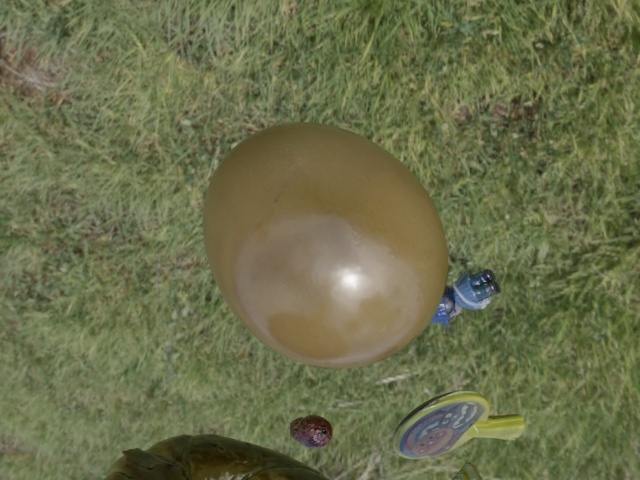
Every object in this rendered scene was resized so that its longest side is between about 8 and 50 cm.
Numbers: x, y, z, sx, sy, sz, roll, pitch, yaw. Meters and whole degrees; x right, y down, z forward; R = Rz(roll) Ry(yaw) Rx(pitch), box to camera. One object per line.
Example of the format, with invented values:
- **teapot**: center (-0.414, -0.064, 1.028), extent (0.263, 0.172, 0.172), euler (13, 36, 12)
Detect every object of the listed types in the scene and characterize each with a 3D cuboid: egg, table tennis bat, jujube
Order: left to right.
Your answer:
- **jujube**: center (-0.026, 0.433, 1.585), extent (0.077, 0.077, 0.129), euler (30, 159, -23)
- **egg**: center (0.000, 0.000, 0.936), extent (0.301, 0.374, 0.301), euler (-20, 135, -21)
- **table tennis bat**: center (0.318, 0.415, 1.544), extent (0.368, 0.054, 0.224), euler (10, 125, -33)

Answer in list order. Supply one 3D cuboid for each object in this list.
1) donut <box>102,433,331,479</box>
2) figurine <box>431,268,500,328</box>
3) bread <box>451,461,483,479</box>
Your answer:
- **donut**: center (-0.105, 0.373, 0.845), extent (0.360, 0.360, 0.170), euler (16, 98, -9)
- **figurine**: center (0.229, 0.096, 1.171), extent (0.136, 0.077, 0.079), euler (-33, 155, 34)
- **bread**: center (0.275, 0.480, 1.232), extent (0.110, 0.156, 0.103), euler (-3, 123, 47)
